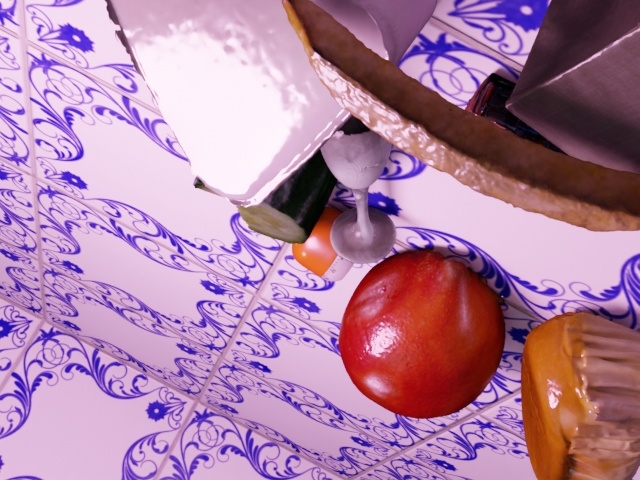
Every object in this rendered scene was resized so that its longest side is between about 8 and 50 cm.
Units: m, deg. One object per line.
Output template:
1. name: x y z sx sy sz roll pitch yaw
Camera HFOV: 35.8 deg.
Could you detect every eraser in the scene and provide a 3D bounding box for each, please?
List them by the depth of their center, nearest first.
1. eraser: -0.064 -0.189 1.062 0.331 0.150 0.331 15 131 18

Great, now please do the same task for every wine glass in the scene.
1. wine glass: 0.130 -0.064 1.289 0.264 0.096 0.309 14 152 13

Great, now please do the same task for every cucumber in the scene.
1. cucumber: -0.063 -0.083 1.401 0.191 0.130 0.191 25 162 9

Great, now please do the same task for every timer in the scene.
1. timer: 0.000 0.000 1.512 0.136 0.099 0.136 13 144 10

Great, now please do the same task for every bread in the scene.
1. bread: 0.388 0.254 1.492 0.183 0.236 0.388 5 143 8

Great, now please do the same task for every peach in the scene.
1. peach: 0.155 0.165 1.557 0.258 0.201 0.361 24 155 9

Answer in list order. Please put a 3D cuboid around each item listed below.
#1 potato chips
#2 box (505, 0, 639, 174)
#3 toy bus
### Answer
1. potato chips: 0.131 -0.096 0.879 0.407 0.080 0.057 27 165 4
2. box: 0.303 -0.165 0.837 0.155 0.149 0.231 34 155 -14
3. toy bus: 0.268 -0.099 1.102 0.235 0.073 0.096 30 164 -5
